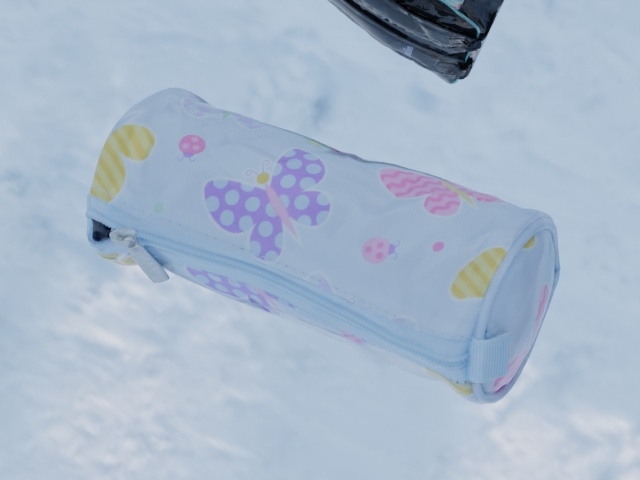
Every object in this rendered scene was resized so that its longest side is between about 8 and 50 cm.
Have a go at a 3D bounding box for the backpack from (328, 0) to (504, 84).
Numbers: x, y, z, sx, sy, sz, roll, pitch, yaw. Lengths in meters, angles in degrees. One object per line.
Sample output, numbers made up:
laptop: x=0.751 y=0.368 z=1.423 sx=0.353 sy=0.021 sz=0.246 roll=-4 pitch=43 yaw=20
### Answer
backpack: x=0.084 y=-0.257 z=1.743 sx=0.166 sy=0.188 sz=0.144 roll=104 pitch=12 yaw=-76

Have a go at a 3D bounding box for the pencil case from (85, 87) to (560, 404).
pencil case: x=0.000 y=0.000 z=1.064 sx=0.124 sy=0.273 sz=0.114 roll=-29 pitch=134 yaw=-59
